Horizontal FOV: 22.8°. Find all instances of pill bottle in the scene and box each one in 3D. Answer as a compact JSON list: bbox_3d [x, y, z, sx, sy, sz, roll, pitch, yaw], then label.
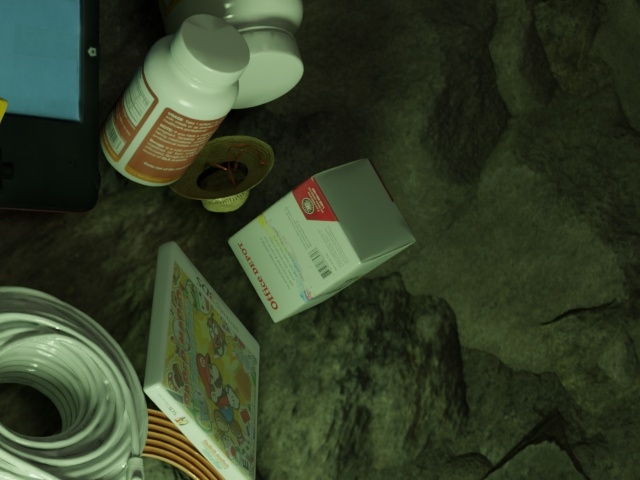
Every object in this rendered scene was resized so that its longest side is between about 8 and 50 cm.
[{"bbox_3d":[-0.130,-0.353,2.113,0.188,0.188,0.334,5,61,-41],"label":"pill bottle"},{"bbox_3d":[-0.173,-0.171,1.916,0.121,0.216,0.121,19,48,-22],"label":"pill bottle"}]

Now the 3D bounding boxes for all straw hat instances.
[{"bbox_3d":[-0.123,-0.070,2.020,0.144,0.144,0.061,-62,152,-46],"label":"straw hat"}]

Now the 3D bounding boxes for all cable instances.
[{"bbox_3d":[-0.302,0.171,1.642,0.257,0.089,0.257,22,43,-17],"label":"cable"}]

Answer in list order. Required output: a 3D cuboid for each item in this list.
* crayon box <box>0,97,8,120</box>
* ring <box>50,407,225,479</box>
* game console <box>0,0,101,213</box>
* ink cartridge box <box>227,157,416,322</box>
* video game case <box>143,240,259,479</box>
[{"bbox_3d":[-0.530,-0.070,1.514,0.363,0.106,0.313,27,75,-28],"label":"crayon box"},{"bbox_3d":[-0.185,0.339,1.713,0.336,0.032,0.336,23,50,-30],"label":"ring"},{"bbox_3d":[-0.388,-0.229,1.778,0.342,0.060,0.386,3,86,-41],"label":"game console"},{"bbox_3d":[0.000,0.000,2.006,0.127,0.176,0.128,-22,80,-51],"label":"ink cartridge box"},{"bbox_3d":[-0.131,0.144,1.813,0.206,0.026,0.227,54,24,-37],"label":"video game case"}]
